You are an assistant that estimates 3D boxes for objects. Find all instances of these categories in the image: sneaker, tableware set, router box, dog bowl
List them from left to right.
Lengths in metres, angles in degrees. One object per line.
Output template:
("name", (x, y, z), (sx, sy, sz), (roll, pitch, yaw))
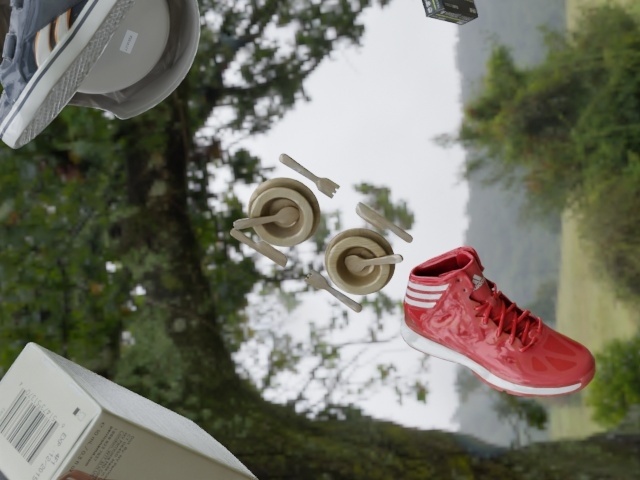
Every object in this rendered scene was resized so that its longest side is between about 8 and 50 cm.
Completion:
("sneaker", (-0.325, -0.271, 1.357), (0.321, 0.127, 0.126), (-54, 3, 7))
("dog bowl", (-0.384, -0.379, 1.878), (0.102, 0.349, 0.348), (-116, 9, -58))
("tableware set", (0.000, 0.000, 1.295), (0.128, 0.194, 0.039), (-56, 4, 24))
("router box", (0.208, -0.412, 1.832), (0.122, 0.038, 0.092), (-5, -102, -53))
("sneaker", (0.187, 0.084, 1.179), (0.128, 0.221, 0.087), (84, -154, -42))

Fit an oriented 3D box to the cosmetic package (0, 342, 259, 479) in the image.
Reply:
("cosmetic package", (-0.221, 0.243, 1.213), (0.129, 0.153, 0.296), (-56, -40, -4))
